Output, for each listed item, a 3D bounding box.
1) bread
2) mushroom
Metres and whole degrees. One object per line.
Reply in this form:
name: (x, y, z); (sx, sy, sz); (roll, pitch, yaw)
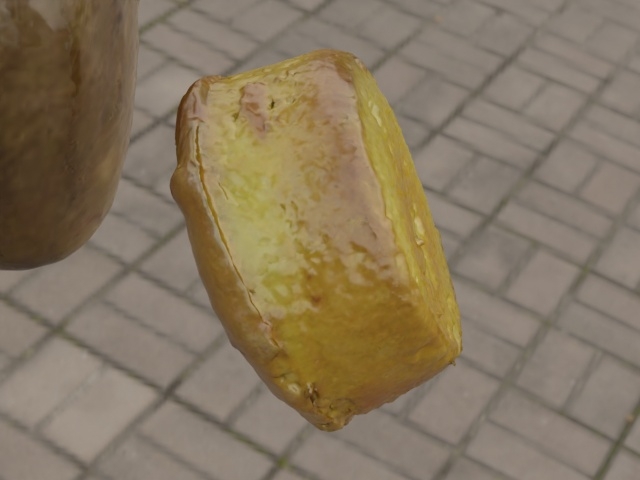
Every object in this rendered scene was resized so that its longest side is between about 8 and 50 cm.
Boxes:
bread: (0.000, 0.000, 0.993); (0.145, 0.268, 0.268); (-20, 38, 12)
mushroom: (-0.257, -0.177, 1.313); (0.224, 0.398, 0.313); (-5, -3, -11)
